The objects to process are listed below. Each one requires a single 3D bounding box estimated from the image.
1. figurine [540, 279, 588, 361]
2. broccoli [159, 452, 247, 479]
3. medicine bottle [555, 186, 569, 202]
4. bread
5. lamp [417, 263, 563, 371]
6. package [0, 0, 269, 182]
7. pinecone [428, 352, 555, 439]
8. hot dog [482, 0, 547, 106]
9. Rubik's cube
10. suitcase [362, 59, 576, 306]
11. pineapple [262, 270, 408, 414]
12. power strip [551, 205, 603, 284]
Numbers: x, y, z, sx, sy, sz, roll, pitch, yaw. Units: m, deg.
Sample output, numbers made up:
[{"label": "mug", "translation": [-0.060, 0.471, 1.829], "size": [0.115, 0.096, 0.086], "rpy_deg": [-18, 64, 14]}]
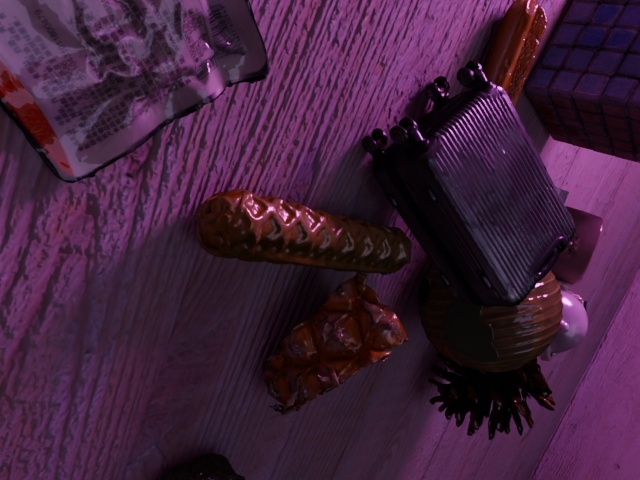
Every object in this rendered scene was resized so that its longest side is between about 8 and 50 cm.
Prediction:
[{"label": "figurine", "translation": [0.468, 0.156, 1.011], "size": [0.237, 0.141, 0.162], "rpy_deg": [-9, 104, -62]}, {"label": "broccoli", "translation": [-0.164, 0.369, 0.654], "size": [0.138, 0.146, 0.162], "rpy_deg": [-47, 172, 37]}, {"label": "medicine bottle", "translation": [0.417, 0.016, 1.058], "size": [0.161, 0.111, 0.296], "rpy_deg": [-10, 123, -60]}, {"label": "bread", "translation": [0.000, -0.001, 0.634], "size": [0.368, 0.084, 0.077], "rpy_deg": [9, 84, -49]}, {"label": "lamp", "translation": [0.293, 0.088, 0.879], "size": [0.250, 0.250, 0.284], "rpy_deg": [-14, 95, -41]}, {"label": "package", "translation": [-0.154, -0.167, 0.410], "size": [0.232, 0.040, 0.166], "rpy_deg": [-35, 132, -16]}, {"label": "pinecone", "translation": [0.366, 0.314, 1.091], "size": [0.264, 0.264, 0.264], "rpy_deg": [-25, 129, -35]}, {"label": "hot dog", "translation": [0.290, -0.266, 0.791], "size": [0.092, 0.062, 0.235], "rpy_deg": [16, 99, -50]}, {"label": "Rubik's cube", "translation": [0.568, -0.309, 0.923], "size": [0.238, 0.237, 0.237], "rpy_deg": [27, 91, -51]}, {"label": "suitcase", "translation": [0.217, -0.069, 0.706], "size": [0.202, 0.128, 0.312], "rpy_deg": [-43, 106, -21]}, {"label": "pineapple", "translation": [0.016, 0.150, 0.703], "size": [0.236, 0.114, 0.186], "rpy_deg": [-41, 163, 25]}, {"label": "power strip", "translation": [0.512, 0.010, 1.014], "size": [0.154, 0.078, 0.154], "rpy_deg": [-57, 161, -31]}]
